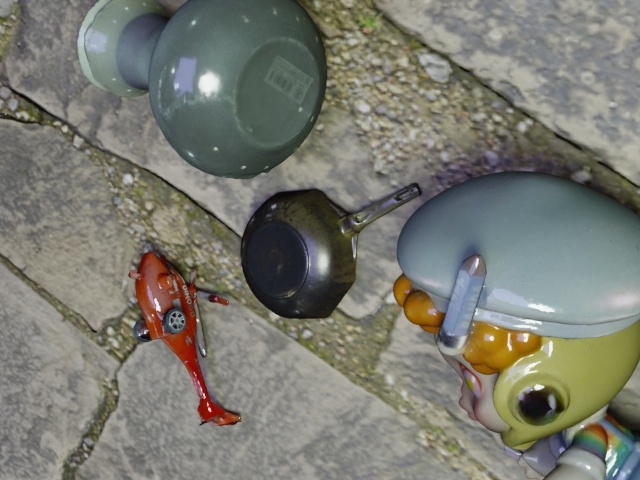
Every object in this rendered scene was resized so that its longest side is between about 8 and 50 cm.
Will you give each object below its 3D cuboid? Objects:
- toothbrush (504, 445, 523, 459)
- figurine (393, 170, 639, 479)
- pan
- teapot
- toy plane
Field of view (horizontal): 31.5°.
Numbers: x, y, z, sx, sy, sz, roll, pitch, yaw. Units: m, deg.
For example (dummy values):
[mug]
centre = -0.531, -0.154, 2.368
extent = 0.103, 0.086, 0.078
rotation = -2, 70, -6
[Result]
[toothbrush]
centre = 0.204, 0.206, 0.998
extent = 0.097, 0.006, 0.008
rotation = 27, 123, 29
[figurine]
centre = 0.216, 0.114, 0.911
extent = 0.205, 0.224, 0.382
rotation = -28, 105, 12
[pan]
centre = -0.010, -0.012, 1.091
extent = 0.128, 0.048, 0.202
rotation = 46, 118, 22
[teapot]
centre = -0.122, -0.168, 1.084
extent = 0.251, 0.183, 0.184
rotation = 25, 110, 41
[toy plane]
centre = -0.150, 0.106, 1.193
extent = 0.126, 0.077, 0.194
rotation = 9, 110, 42
